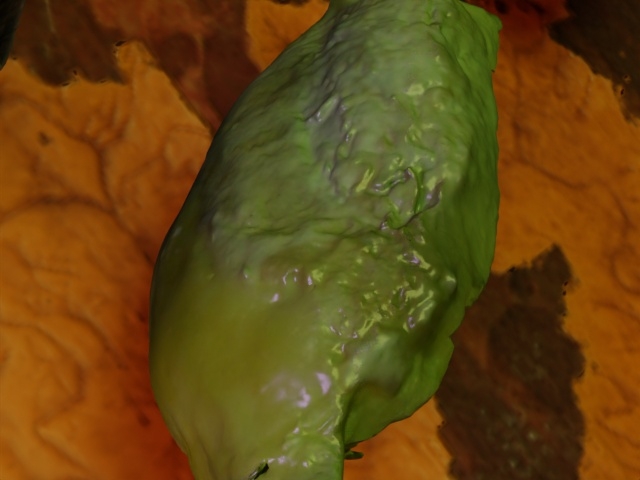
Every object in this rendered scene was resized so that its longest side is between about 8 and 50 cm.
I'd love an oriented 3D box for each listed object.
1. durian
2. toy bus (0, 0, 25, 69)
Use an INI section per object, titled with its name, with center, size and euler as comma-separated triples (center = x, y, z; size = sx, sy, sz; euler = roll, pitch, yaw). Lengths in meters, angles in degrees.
[durian]
center = 0.000, 0.000, 0.440
size = 0.101, 0.139, 0.250
euler = 28, 56, -7
[toy bus]
center = -0.222, -0.026, 0.355
size = 0.131, 0.106, 0.297
euler = 40, 56, -1
